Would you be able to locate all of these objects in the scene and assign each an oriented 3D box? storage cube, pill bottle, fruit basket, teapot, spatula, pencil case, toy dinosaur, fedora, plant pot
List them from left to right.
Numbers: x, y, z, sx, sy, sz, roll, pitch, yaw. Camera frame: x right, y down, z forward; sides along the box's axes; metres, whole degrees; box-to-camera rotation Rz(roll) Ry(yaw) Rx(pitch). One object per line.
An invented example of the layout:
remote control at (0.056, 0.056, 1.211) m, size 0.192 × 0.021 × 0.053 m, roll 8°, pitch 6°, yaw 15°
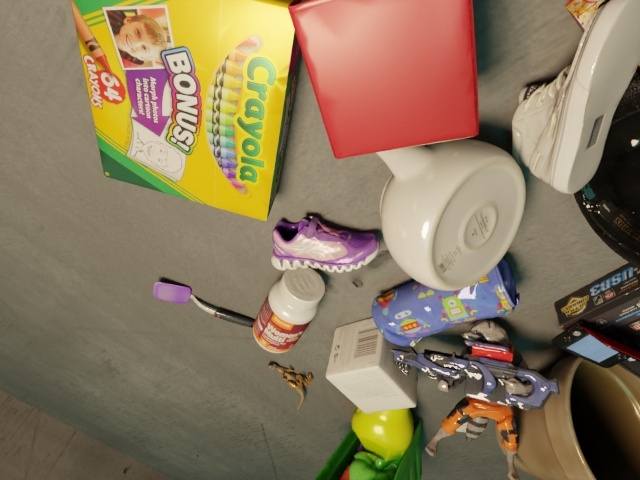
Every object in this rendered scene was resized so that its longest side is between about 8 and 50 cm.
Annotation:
spatula at (-0.304, 0.182, 1.099) m, size 0.296 × 0.030 × 0.084 m, roll 24°, pitch 133°, yaw -7°
pill bottle at (-0.076, 0.165, 0.963) m, size 0.121 × 0.121 × 0.221 m, roll 24°, pitch 132°, yaw -7°
toy dinosaur at (-0.078, 0.440, 1.257) m, size 0.112 × 0.064 × 0.212 m, roll -13°, pitch 119°, yaw 46°
fruit basket at (0.152, 0.586, 1.170) m, size 0.282 × 0.392 × 0.392 m, roll -18°, pitch 124°, yaw 26°
storage cube at (0.092, -0.245, 0.523) m, size 0.214 × 0.184 × 0.193 m, roll -7°, pitch 130°, yaw 19°
teapot at (0.191, -0.052, 0.669) m, size 0.252 × 0.187 × 0.256 m, roll -9°, pitch 117°, yaw -30°
pencil case at (0.255, 0.131, 0.847) m, size 0.306 × 0.119 × 0.133 m, roll -30°, pitch 88°, yaw 34°
plant pot at (0.578, 0.443, 0.941) m, size 0.322 × 0.323 × 0.280 m, roll 26°, pitch 147°, yaw -9°
fedora at (0.504, -0.090, 0.517) m, size 0.152 × 0.334 × 0.334 m, roll -25°, pitch 127°, yaw -9°

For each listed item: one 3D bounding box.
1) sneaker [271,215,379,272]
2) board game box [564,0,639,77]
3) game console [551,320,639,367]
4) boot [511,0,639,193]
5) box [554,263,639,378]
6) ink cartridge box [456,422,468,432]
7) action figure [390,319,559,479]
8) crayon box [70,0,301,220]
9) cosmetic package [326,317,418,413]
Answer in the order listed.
sneaker at (0.000, 0.000, 0.826) m, size 0.236 × 0.095 × 0.105 m, roll -2°, pitch 122°, yaw 17°
board game box at (0.423, -0.293, 0.474) m, size 0.146 × 0.045 × 0.193 m, roll 33°, pitch 131°, yaw -26°
game console at (0.556, 0.225, 0.788) m, size 0.143 × 0.085 × 0.124 m, roll 24°, pitch 133°, yaw -5°
boot at (0.318, -0.189, 0.541) m, size 0.095 × 0.123 × 0.259 m, roll -26°, pitch 135°, yaw -16°
box at (0.686, 0.146, 0.786) m, size 0.293 × 0.073 × 0.295 m, roll 32°, pitch 131°, yaw -12°
ink cartridge box at (0.435, 0.546, 1.225) m, size 0.048 × 0.028 × 0.083 m, roll 1°, pitch 130°, yaw 14°
action figure at (0.332, 0.330, 0.928) m, size 0.340 × 0.178 × 0.331 m, roll 14°, pitch 97°, yaw 26°
crayon box at (-0.205, -0.233, 0.660) m, size 0.312 × 0.106 × 0.363 m, roll 16°, pitch 132°, yaw 1°
cosmetic package at (0.135, 0.313, 1.018) m, size 0.151 × 0.151 × 0.184 m, roll -23°, pitch 120°, yaw 31°
